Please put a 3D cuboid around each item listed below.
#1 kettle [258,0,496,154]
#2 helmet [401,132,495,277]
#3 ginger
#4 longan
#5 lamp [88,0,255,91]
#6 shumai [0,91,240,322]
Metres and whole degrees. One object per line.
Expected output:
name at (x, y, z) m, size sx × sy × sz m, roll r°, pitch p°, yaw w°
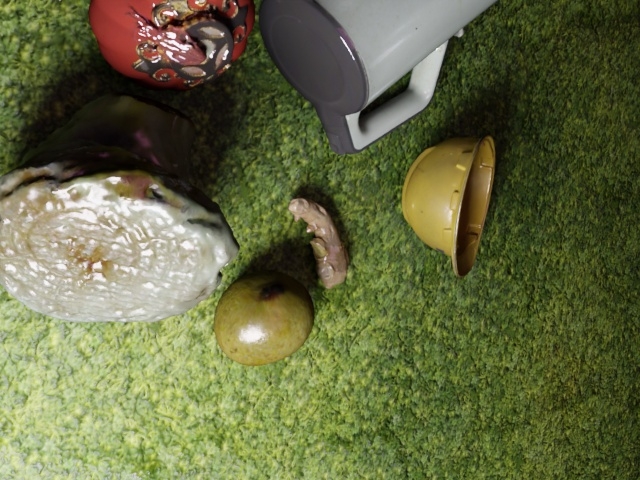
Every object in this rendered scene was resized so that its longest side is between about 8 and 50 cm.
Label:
kettle at (0.116, -0.355, 1.244) m, size 0.377 × 0.250 × 0.361 m, roll -44°, pitch 143°, yaw -21°
helmet at (0.217, -0.075, 1.353) m, size 0.205 × 0.140 × 0.256 m, roll -11°, pitch 114°, yaw -64°
ginger at (0.002, -0.003, 1.271) m, size 0.069 × 0.051 × 0.173 m, roll -37°, pitch 107°, yaw -32°
longan at (-0.087, 0.127, 1.168) m, size 0.155 × 0.145 × 0.176 m, roll 4°, pitch 133°, yaw -12°
lamp at (-0.195, -0.303, 1.026) m, size 0.227 × 0.227 × 0.226 m, roll -2°, pitch 93°, yaw -33°
shumai at (-0.273, -0.059, 1.034) m, size 0.309 × 0.304 × 0.263 m, roll 31°, pitch 41°, yaw -29°
